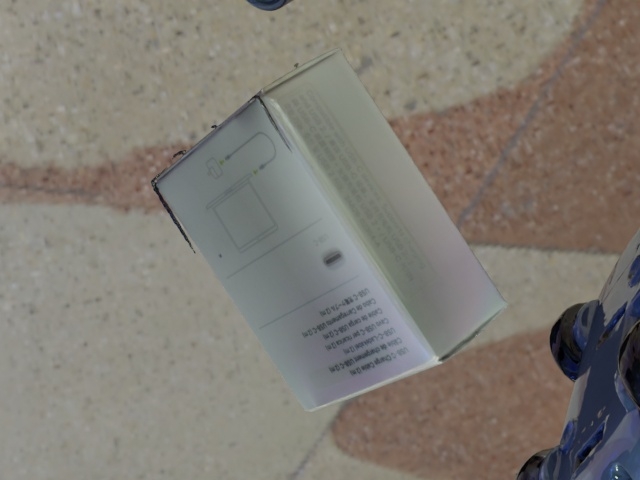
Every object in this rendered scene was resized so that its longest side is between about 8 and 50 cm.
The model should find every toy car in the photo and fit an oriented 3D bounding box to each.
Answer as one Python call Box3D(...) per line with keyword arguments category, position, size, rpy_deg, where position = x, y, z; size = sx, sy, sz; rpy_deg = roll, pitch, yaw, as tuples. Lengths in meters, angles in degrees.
Box3D(category="toy car", position=(0.258, 0.098, 0.808), size=(0.212, 0.271, 0.180), rpy_deg=(23, 139, 0))

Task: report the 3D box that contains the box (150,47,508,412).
Box3D(category="box", position=(0.000, 0.000, 1.081), size=(0.106, 0.252, 0.203), rpy_deg=(-34, -179, -37))

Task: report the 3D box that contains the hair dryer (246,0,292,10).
Box3D(category="hair dryer", position=(0.004, -0.385, 1.047), size=(0.301, 0.121, 0.361), rpy_deg=(-42, 125, -38))
